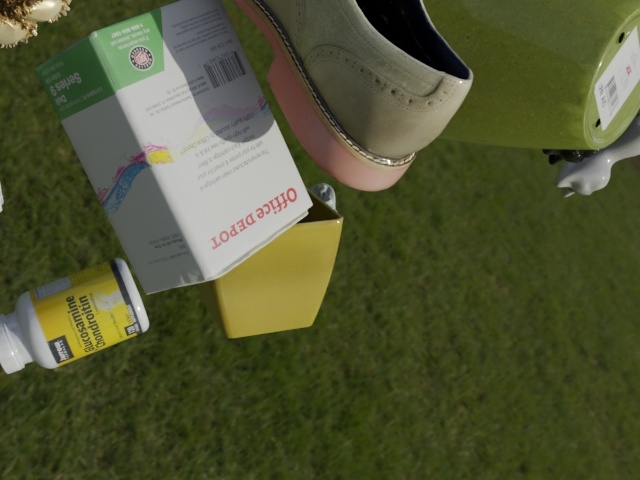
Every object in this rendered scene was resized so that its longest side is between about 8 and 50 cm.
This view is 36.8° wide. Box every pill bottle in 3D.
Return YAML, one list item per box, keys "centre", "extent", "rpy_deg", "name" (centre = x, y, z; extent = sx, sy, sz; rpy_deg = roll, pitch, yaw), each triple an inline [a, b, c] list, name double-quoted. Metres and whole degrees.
- centre: [-0.317, 0.099, 1.211]
  extent: [0.103, 0.184, 0.103]
  rpy_deg: [158, -90, -77]
  name: "pill bottle"

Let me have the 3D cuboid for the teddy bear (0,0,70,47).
- centre: [-0.477, -0.384, 1.235]
  extent: [0.338, 0.245, 0.113]
  rpy_deg: [30, 60, -20]
  name: "teddy bear"

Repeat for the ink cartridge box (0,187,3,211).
- centre: [-0.417, -0.065, 0.989]
  extent: [0.150, 0.109, 0.063]
  rpy_deg: [-24, 36, -35]
  name: "ink cartridge box"

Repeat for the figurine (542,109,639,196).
- centre: [0.380, -0.150, 1.251]
  extent: [0.092, 0.209, 0.215]
  rpy_deg: [50, 4, 26]
  name: "figurine"

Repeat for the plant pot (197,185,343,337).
- centre: [-0.099, 0.033, 1.505]
  extent: [0.212, 0.187, 0.212]
  rpy_deg: [-7, 21, -19]
  name: "plant pot"

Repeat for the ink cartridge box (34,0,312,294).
- centre: [-0.117, -0.083, 0.816]
  extent: [0.154, 0.093, 0.212]
  rpy_deg: [-37, 105, -47]
  name: "ink cartridge box"

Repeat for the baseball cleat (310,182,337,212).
- centre: [0.000, 0.000, 1.746]
  extent: [0.109, 0.072, 0.206]
  rpy_deg: [67, 34, -58]
  name: "baseball cleat"

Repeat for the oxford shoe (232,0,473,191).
- centre: [-0.005, -0.241, 0.778]
  extent: [0.140, 0.146, 0.397]
  rpy_deg: [-21, 76, -46]
  name: "oxford shoe"

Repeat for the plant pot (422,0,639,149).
- centre: [0.167, -0.202, 0.942]
  extent: [0.293, 0.275, 0.274]
  rpy_deg: [30, 13, 33]
  name: "plant pot"
